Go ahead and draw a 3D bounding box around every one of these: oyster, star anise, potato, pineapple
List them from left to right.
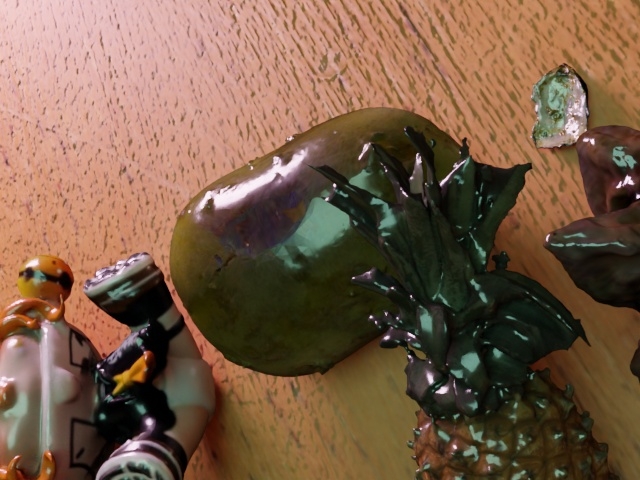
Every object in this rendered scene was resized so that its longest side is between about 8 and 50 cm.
[{"bbox_3d":[0.000,0.000,0.775,0.307,0.173,0.210,-33,66,19],"label":"potato"},{"bbox_3d":[0.118,0.080,0.629,0.166,0.165,0.364,-11,109,23],"label":"pineapple"},{"bbox_3d":[0.222,-0.124,0.778,0.054,0.019,0.083,0,82,27],"label":"oyster"},{"bbox_3d":[0.297,0.025,0.600,0.315,0.315,0.108,65,148,21],"label":"star anise"}]

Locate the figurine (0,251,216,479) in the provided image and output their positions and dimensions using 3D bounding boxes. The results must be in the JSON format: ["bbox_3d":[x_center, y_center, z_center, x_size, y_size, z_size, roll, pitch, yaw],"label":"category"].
[{"bbox_3d":[-0.277,0.177,0.862,0.323,0.196,0.320,-16,63,16],"label":"figurine"}]
